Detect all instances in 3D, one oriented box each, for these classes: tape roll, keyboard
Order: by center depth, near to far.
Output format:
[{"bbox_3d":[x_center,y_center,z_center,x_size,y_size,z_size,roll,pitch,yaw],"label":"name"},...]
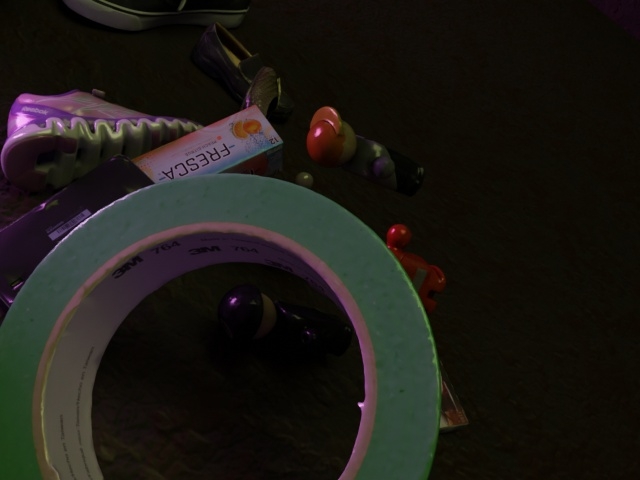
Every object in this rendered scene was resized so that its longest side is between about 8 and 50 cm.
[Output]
[{"bbox_3d":[-0.076,0.111,0.492,0.322,0.077,0.321,-2,70,6],"label":"tape roll"},{"bbox_3d":[-0.221,0.000,0.636,0.108,0.023,0.180,42,64,15],"label":"keyboard"}]

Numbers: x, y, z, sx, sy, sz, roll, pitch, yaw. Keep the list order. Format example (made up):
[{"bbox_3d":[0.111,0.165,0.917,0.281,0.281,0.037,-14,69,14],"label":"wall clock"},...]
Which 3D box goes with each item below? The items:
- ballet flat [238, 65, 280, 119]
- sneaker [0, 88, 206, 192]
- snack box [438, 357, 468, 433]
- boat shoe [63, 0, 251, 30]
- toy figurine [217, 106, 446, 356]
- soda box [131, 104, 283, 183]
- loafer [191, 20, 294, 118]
[{"bbox_3d":[-0.082,-0.129,0.857,0.058,0.084,0.249,16,48,-4],"label":"ballet flat"},{"bbox_3d":[-0.229,-0.118,0.744,0.237,0.095,0.104,-5,47,-37],"label":"sneaker"},{"bbox_3d":[0.106,0.137,0.787,0.064,0.022,0.178,1,52,-33],"label":"snack box"},{"bbox_3d":[-0.216,-0.370,0.975,0.306,0.105,0.113,-9,58,-41],"label":"boat shoe"},{"bbox_3d":[0.000,0.000,0.683,0.148,0.213,0.209,18,56,-34],"label":"toy figurine"},{"bbox_3d":[-0.131,-0.074,0.733,0.183,0.058,0.063,-28,68,-17],"label":"soda box"},{"bbox_3d":[-0.104,-0.238,0.963,0.170,0.061,0.062,36,39,-2],"label":"loafer"}]
